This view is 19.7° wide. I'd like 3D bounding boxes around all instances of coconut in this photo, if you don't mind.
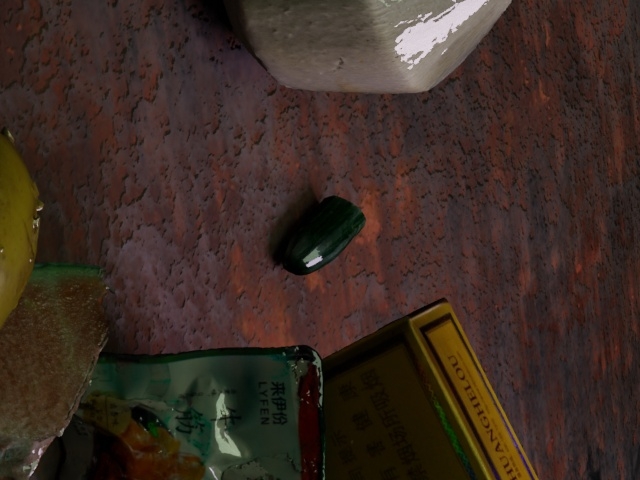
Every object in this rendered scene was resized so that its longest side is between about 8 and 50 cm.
[{"bbox_3d":[0.052,-0.244,1.609,0.237,0.265,0.237,14,74,-60],"label":"coconut"}]

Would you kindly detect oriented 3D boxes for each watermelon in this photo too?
[{"bbox_3d":[-0.263,0.099,1.340,0.146,0.128,0.231,35,46,-18],"label":"watermelon"}]

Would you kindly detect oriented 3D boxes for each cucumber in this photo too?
[{"bbox_3d":[0.000,0.000,1.749,0.105,0.048,0.048,-47,130,-43],"label":"cucumber"}]

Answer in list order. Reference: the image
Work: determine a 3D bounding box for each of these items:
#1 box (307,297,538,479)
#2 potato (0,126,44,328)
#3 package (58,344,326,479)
[{"bbox_3d":[0.014,0.198,1.513,0.084,0.301,0.193,-19,82,-60],"label":"box"},{"bbox_3d":[-0.291,0.035,1.218,0.173,0.140,0.300,43,50,-18],"label":"potato"},{"bbox_3d":[-0.111,0.163,1.462,0.040,0.232,0.166,-66,156,-75],"label":"package"}]
